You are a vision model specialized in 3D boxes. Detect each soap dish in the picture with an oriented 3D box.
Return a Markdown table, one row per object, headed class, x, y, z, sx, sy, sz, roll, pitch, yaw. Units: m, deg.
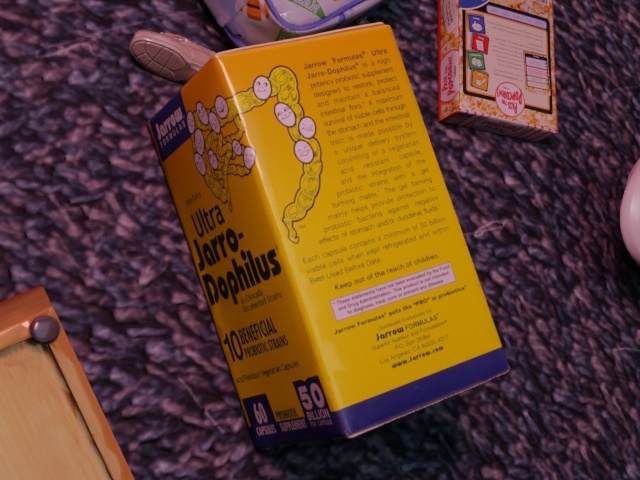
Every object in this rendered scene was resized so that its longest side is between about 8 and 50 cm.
| class | x | y | z | sx | sy | sz | roll | pitch | yaw |
| --- | --- | --- | --- | --- | --- | --- | --- | --- | --- |
| soap dish | -0.268 | 0.208 | 0.923 | 0.229 | 0.118 | 0.291 | -25 | 91 | -30 |

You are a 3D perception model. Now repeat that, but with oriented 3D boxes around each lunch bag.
| class | x | y | z | sx | sy | sz | roll | pitch | yaw |
| --- | --- | --- | --- | --- | --- | --- | --- | --- | --- |
| lunch bag | -0.042 | -0.350 | 1.191 | 0.243 | 0.115 | 0.303 | -33 | 93 | -33 |

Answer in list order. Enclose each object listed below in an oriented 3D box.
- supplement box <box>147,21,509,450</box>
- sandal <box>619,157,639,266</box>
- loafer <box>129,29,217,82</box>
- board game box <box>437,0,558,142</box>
| class | x | y | z | sx | sy | sz | roll | pitch | yaw |
| --- | --- | --- | --- | --- | --- | --- | --- | --- | --- |
| supplement box | 0.000 | 0.000 | 1.074 | 0.195 | 0.194 | 0.356 | -16 | 85 | -30 |
| sandal | 0.454 | -0.080 | 1.396 | 0.416 | 0.102 | 0.169 | -38 | 111 | -42 |
| loafer | -0.139 | -0.188 | 1.141 | 0.125 | 0.045 | 0.039 | 22 | 51 | -28 |
| board game box | 0.213 | -0.226 | 1.329 | 0.147 | 0.045 | 0.193 | 9 | 73 | -26 |
